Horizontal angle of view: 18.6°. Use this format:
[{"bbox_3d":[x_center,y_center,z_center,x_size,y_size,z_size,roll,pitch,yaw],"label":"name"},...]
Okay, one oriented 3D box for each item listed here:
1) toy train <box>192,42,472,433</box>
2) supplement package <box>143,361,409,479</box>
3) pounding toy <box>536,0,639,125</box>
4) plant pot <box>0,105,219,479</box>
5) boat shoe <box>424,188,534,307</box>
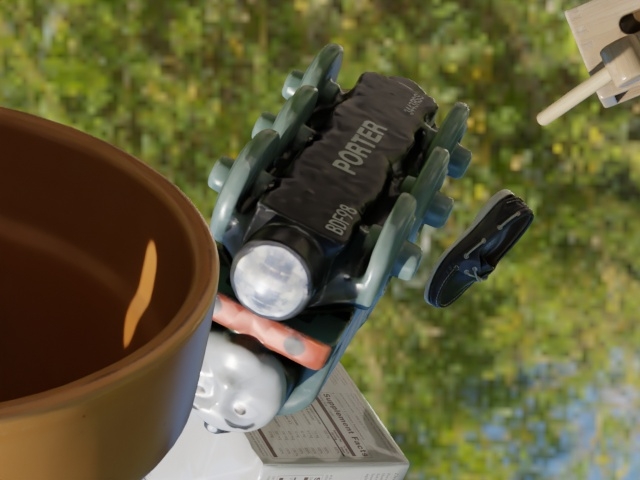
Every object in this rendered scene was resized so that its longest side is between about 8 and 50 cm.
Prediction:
[{"bbox_3d":[0.000,0.000,1.288,0.142,0.190,0.334,25,-153,4],"label":"toy train"},{"bbox_3d":[-0.065,0.233,1.697,0.145,0.262,0.204,3,-148,-31],"label":"supplement package"},{"bbox_3d":[0.251,-0.171,1.631,0.181,0.094,0.206,-22,177,10],"label":"pounding toy"},{"bbox_3d":[-0.194,0.083,0.788,0.291,0.203,0.291,6,-154,-3],"label":"plant pot"},{"bbox_3d":[0.142,0.014,1.738,0.038,0.125,0.046,42,-176,35],"label":"boat shoe"}]
